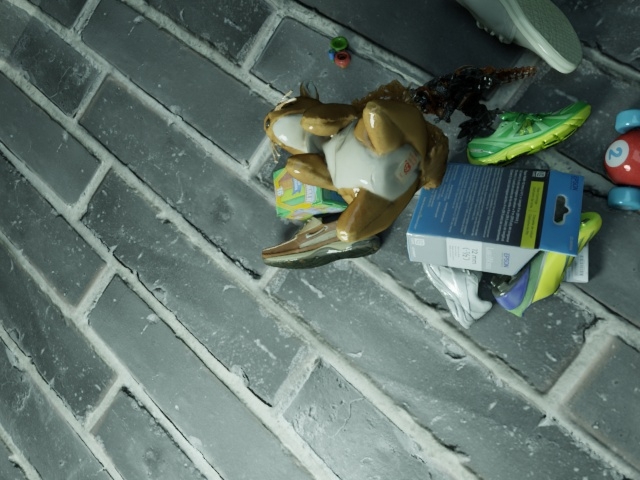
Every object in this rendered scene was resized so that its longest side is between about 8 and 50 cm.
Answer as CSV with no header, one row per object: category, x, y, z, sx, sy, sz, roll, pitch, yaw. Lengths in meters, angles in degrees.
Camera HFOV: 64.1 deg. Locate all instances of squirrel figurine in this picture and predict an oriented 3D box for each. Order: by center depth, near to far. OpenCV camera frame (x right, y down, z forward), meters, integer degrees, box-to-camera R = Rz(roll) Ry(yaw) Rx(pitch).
squirrel figurine,0.077,-0.225,1.167,0.370,0.397,0.281,31,126,40

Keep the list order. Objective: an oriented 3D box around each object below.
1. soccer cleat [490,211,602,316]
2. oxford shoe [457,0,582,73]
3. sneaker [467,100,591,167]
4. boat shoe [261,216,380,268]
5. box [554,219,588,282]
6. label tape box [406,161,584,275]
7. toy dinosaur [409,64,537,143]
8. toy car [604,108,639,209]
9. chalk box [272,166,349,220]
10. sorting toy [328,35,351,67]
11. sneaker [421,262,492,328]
soccer cleat,0.519,0.053,1.154,0.289,0.093,0.121,-43,101,8
oxford shoe,0.465,-0.569,1.276,0.449,0.169,0.130,49,143,13
sneaker,0.491,-0.268,1.224,0.295,0.109,0.124,-22,79,18
boat shoe,0.000,0.000,1.389,0.324,0.122,0.120,-11,73,12
box,0.528,0.024,1.207,0.186,0.038,0.145,0,83,21
label tape box,0.398,-0.052,1.171,0.347,0.115,0.249,9,53,21
toy dinosaur,0.357,-0.379,1.267,0.322,0.164,0.218,-34,28,21
toy car,0.714,-0.186,1.053,0.210,0.238,0.219,7,85,23
chalk box,-0.004,-0.141,1.361,0.213,0.132,0.132,-15,75,39
sorting toy,0.055,-0.538,1.480,0.061,0.042,0.102,-11,66,5
sneaker,0.334,0.093,1.258,0.115,0.090,0.232,-34,80,7
